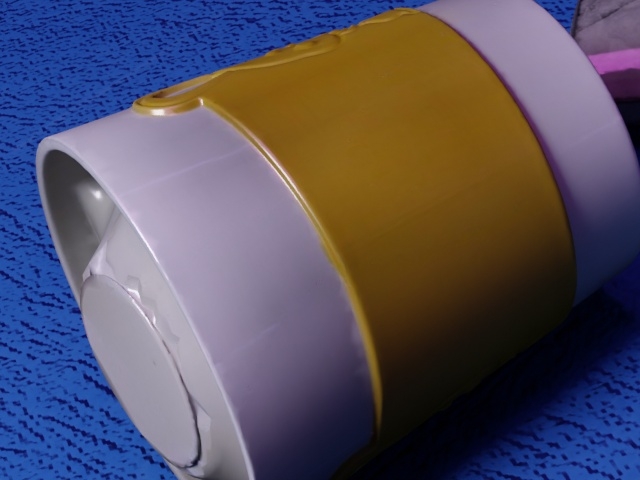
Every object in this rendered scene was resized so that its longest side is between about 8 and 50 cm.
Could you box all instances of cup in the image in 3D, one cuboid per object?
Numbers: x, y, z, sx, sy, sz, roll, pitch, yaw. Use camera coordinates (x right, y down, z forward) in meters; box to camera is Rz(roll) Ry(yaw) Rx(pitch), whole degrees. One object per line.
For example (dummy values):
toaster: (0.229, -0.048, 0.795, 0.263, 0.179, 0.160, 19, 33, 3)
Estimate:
cup: (0.000, 0.000, 0.839, 0.226, 0.185, 0.241, -28, 6, -17)

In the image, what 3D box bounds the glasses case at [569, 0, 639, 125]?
glasses case: (0.272, -0.105, 0.908, 0.299, 0.060, 0.114, -4, 40, 22)
